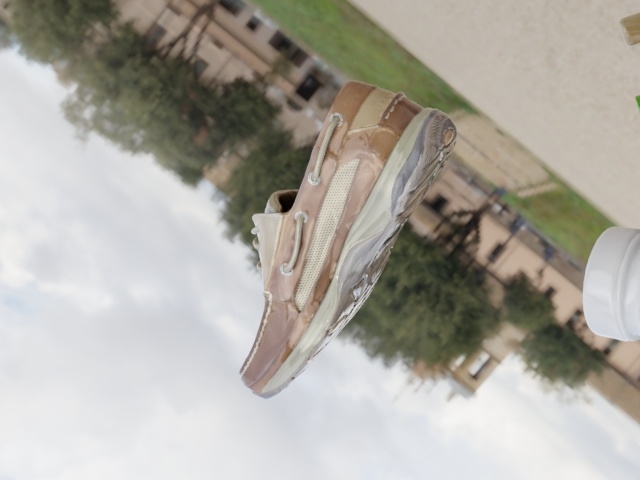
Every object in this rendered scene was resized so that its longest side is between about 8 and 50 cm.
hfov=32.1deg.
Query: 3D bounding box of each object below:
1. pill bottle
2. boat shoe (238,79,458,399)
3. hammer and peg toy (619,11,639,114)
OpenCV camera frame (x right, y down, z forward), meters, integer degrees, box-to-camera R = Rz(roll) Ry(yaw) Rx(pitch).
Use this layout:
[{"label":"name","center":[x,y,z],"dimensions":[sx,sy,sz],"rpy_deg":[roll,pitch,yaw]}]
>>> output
[{"label":"pill bottle","center":[0.356,0.051,0.936],"dimensions":[0.245,0.136,0.136],"rpy_deg":[9,168,37]},{"label":"boat shoe","center":[0.000,0.000,0.997],"dimensions":[0.116,0.324,0.123],"rpy_deg":[34,-156,9]},{"label":"hammer and peg toy","center":[0.407,-0.176,1.207],"dimensions":[0.266,0.127,0.361],"rpy_deg":[-79,-31,-58]}]
